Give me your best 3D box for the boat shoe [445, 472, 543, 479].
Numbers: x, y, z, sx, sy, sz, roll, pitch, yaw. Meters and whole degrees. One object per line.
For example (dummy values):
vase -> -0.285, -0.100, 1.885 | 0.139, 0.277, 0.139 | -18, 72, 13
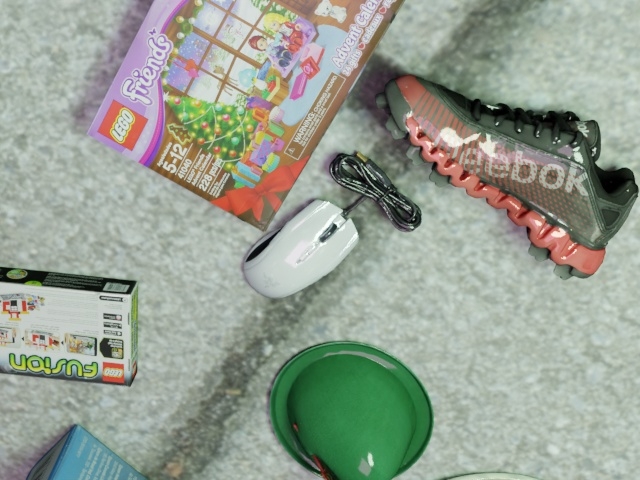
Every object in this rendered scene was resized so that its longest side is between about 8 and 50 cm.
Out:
boat shoe -> 0.256, 0.340, 1.401 | 0.319, 0.099, 0.116 | 16, 114, -1

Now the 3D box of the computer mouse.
computer mouse -> 0.000, 0.000, 1.309 | 0.193, 0.042, 0.106 | -41, 105, 20

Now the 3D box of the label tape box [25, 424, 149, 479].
label tape box -> -0.191, 0.386, 1.393 | 0.334, 0.240, 0.106 | 41, 111, -12

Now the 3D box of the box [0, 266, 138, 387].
box -> -0.299, 0.090, 1.385 | 0.207, 0.036, 0.114 | 6, 115, 4

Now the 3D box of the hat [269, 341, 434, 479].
hat -> 0.034, 0.232, 1.330 | 0.173, 0.183, 0.208 | -40, 104, 20

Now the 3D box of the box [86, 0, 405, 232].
box -> -0.068, -0.176, 1.229 | 0.201, 0.057, 0.293 | 29, 114, -6

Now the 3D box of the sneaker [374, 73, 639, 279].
sneaker -> 0.184, -0.085, 1.221 | 0.276, 0.097, 0.135 | 35, 113, -12
